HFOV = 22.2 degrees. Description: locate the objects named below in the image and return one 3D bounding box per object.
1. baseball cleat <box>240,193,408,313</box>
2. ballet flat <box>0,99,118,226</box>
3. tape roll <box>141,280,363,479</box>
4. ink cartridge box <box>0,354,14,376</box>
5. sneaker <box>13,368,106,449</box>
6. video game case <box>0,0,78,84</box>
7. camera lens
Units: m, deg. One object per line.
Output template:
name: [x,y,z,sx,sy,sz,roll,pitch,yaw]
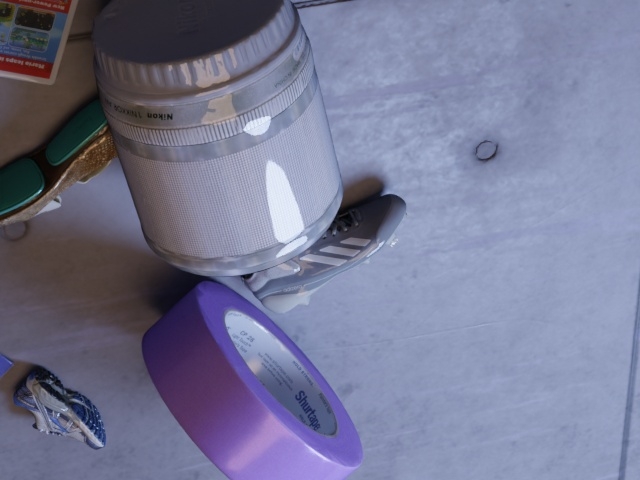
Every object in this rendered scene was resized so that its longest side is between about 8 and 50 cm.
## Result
baseball cleat: [0.000,0.000,1.878,0.206,0.072,0.109,-40,120,5]
ballet flat: [-0.282,-0.068,1.738,0.206,0.073,0.067,-34,141,10]
tape roll: [-0.075,0.176,1.842,0.090,0.275,0.275,-43,126,11]
ink cartridge box: [-0.552,0.182,1.814,0.307,0.072,0.303,-42,125,13]
sneaker: [-0.309,0.206,1.930,0.058,0.052,0.135,-34,120,17]
video game case: [-0.324,-0.297,1.593,0.204,0.025,0.285,9,119,-24]
camera lens: [-0.102,-0.118,1.668,0.219,0.219,0.274,-18,127,-6]
